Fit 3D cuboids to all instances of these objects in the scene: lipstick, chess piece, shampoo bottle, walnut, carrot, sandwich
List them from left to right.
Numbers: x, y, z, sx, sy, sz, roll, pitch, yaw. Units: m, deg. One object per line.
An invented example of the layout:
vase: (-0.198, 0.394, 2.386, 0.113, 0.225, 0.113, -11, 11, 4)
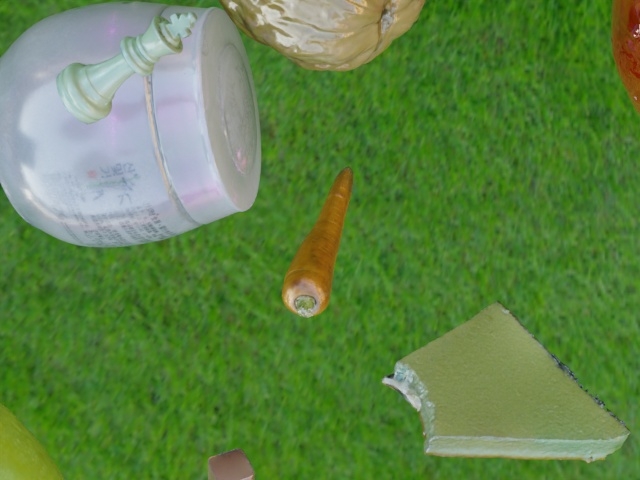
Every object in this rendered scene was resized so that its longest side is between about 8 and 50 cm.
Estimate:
shampoo bottle: (-0.210, -0.132, 1.504, 0.266, 0.273, 0.273, -8, 114, 11)
chess piece: (-0.171, -0.168, 1.230, 0.149, 0.059, 0.059, -32, 105, 22)
lipstick: (-0.098, 0.297, 1.494, 0.045, 0.045, 0.145, -14, 134, -19)
walnut: (-0.010, -0.212, 1.021, 0.184, 0.155, 0.155, 46, 123, 28)
carrot: (0.000, 0.000, 1.691, 0.061, 0.256, 0.061, 9, 138, 8)
sandwich: (0.217, 0.213, 1.652, 0.245, 0.212, 0.063, 46, 149, 29)

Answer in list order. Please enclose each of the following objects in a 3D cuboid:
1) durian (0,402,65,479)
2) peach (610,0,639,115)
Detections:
durian: (-0.326, 0.254, 1.145, 0.205, 0.255, 0.339, -7, 137, 39)
peach: (0.466, -0.226, 1.322, 0.373, 0.290, 0.372, -5, 113, -12)
